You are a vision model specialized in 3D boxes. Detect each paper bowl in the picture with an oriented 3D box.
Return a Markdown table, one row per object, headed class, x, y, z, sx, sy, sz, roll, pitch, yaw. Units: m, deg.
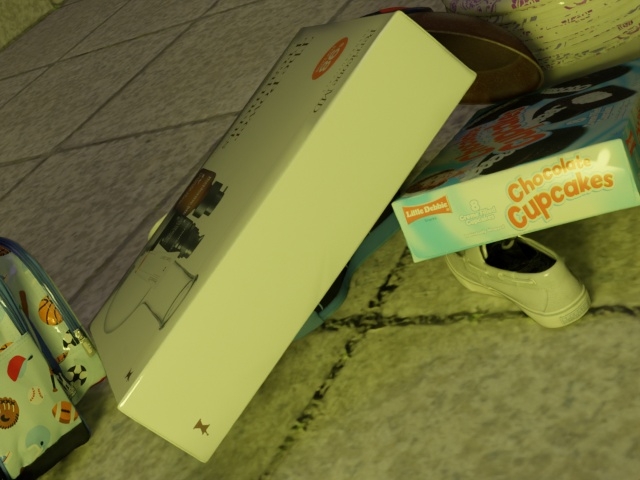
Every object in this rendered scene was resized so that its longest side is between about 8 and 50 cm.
| class | x | y | z | sx | sy | sz | roll | pitch | yaw |
| --- | --- | --- | --- | --- | --- | --- | --- | --- | --- |
| paper bowl | 0.288 | -0.273 | 1.184 | 0.284 | 0.148 | 0.284 | -23 | 27 | 12 |

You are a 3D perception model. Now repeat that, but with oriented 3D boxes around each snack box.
| class | x | y | z | sx | sy | sz | roll | pitch | yaw |
| --- | --- | --- | --- | --- | --- | --- | --- | --- | --- |
| snack box | 0.199 | -0.081 | 0.943 | 0.187 | 0.060 | 0.322 | -16 | 14 | 26 |

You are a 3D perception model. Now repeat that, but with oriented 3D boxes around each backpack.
| class | x | y | z | sx | sy | sz | roll | pitch | yaw |
| --- | --- | --- | --- | --- | --- | --- | --- | --- | --- |
| backpack | -0.358 | 0.105 | 1.037 | 0.276 | 0.263 | 0.213 | -5 | 35 | 42 |

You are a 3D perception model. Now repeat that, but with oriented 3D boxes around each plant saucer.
| class | x | y | z | sx | sy | sz | roll | pitch | yaw |
| --- | --- | --- | --- | --- | --- | --- | --- | --- | --- |
| plant saucer | 0.129 | -0.188 | 1.086 | 0.198 | 0.198 | 0.036 | -2 | 74 | 44 |

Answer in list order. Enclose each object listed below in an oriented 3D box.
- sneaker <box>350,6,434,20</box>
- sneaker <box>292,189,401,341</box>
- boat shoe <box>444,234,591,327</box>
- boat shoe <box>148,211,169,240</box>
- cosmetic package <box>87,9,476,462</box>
| class | x | y | z | sx | sy | sz | roll | pitch | yaw |
| --- | --- | --- | --- | --- | --- | --- | --- | --- | --- |
| sneaker | 0.044 | -0.196 | 1.313 | 0.148 | 0.131 | 0.350 | -13 | 30 | 39 |
| sneaker | 0.000 | 0.000 | 1.055 | 0.081 | 0.090 | 0.232 | -2 | 37 | 44 |
| boat shoe | 0.154 | 0.015 | 0.901 | 0.066 | 0.063 | 0.184 | -32 | 26 | -5 |
| boat shoe | -0.034 | -0.040 | 1.162 | 0.305 | 0.091 | 0.109 | -29 | -17 | -9 |
| cosmetic package | -0.053 | -0.022 | 0.953 | 0.377 | 0.097 | 0.284 | -55 | 20 | -3 |
